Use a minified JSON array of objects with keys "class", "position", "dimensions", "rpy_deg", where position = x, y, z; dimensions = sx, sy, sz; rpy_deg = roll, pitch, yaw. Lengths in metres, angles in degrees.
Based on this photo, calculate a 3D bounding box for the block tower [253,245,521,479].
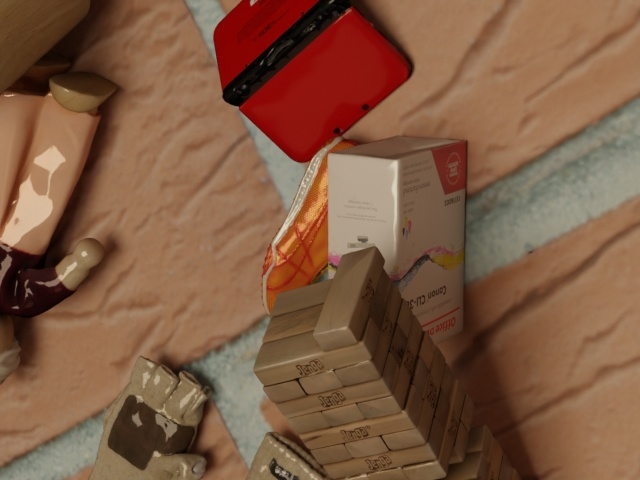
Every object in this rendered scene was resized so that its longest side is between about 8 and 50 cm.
[{"class":"block tower","position":[0.070,0.163,1.091],"dimensions":[0.097,0.091,0.335],"rpy_deg":[-16,122,26]}]

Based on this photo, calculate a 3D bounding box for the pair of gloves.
[{"class":"pair of gloves","position":[-0.112,0.232,1.347],"dimensions":[0.240,0.042,0.204],"rpy_deg":[29,110,23]}]

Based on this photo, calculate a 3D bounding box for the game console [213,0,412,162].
[{"class":"game console","position":[-0.009,-0.159,1.218],"dimensions":[0.144,0.085,0.124],"rpy_deg":[-38,47,32]}]

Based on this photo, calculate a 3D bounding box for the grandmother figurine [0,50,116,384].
[{"class":"grandmother figurine","position":[-0.301,-0.009,1.389],"dimensions":[0.208,0.104,0.342],"rpy_deg":[32,113,34]}]

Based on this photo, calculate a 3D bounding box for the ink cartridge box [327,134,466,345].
[{"class":"ink cartridge box","position":[0.061,0.024,1.147],"dimensions":[0.067,0.115,0.198],"rpy_deg":[7,105,31]}]

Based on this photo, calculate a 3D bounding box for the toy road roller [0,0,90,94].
[{"class":"toy road roller","position":[-0.376,-0.281,1.260],"dimensions":[0.329,0.202,0.241],"rpy_deg":[27,150,25]}]

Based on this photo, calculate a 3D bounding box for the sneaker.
[{"class":"sneaker","position":[0.000,0.000,1.216],"dimensions":[0.067,0.064,0.175],"rpy_deg":[31,118,13]}]
